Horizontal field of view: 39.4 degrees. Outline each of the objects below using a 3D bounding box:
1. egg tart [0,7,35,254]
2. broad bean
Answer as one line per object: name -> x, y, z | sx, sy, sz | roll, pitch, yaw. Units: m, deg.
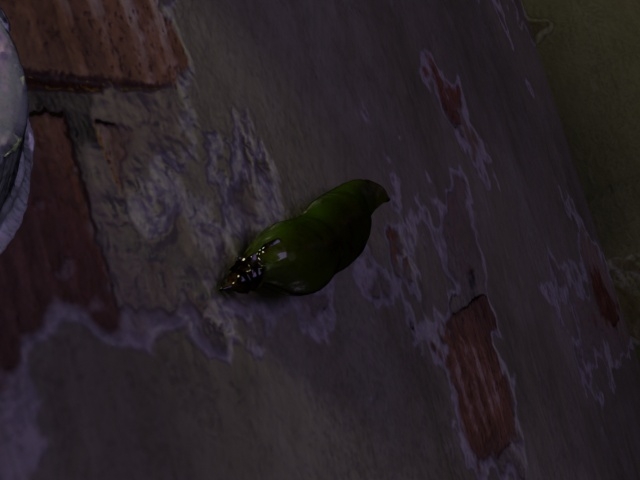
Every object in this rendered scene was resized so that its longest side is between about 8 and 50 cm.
egg tart -> -0.228, -0.082, 0.467 | 0.234, 0.094, 0.234 | 45, 35, -44
broad bean -> 0.000, 0.000, 0.883 | 0.077, 0.061, 0.339 | 58, 27, -1
